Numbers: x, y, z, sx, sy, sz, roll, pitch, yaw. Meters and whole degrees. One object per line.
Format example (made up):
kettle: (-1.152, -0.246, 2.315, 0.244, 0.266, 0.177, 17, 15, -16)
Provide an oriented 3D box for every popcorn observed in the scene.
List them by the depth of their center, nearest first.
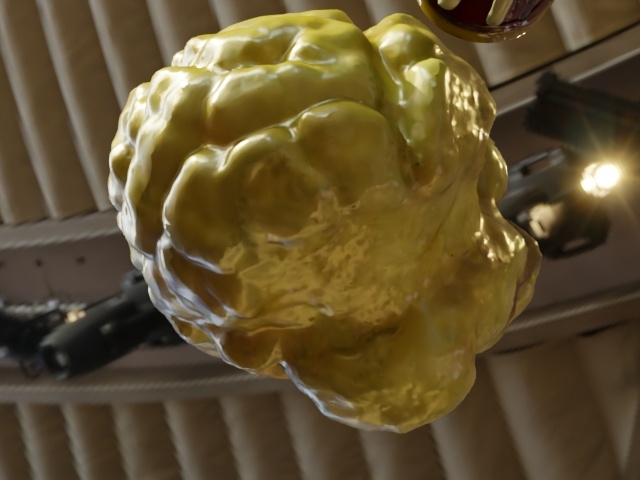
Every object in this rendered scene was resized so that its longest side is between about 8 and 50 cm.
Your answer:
popcorn: (0.000, 0.000, 0.690, 0.226, 0.200, 0.203, -40, -111, 41)

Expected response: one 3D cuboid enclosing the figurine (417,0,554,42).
figurine: (0.076, -0.137, 0.591, 0.082, 0.098, 0.154, 23, -21, 2)
